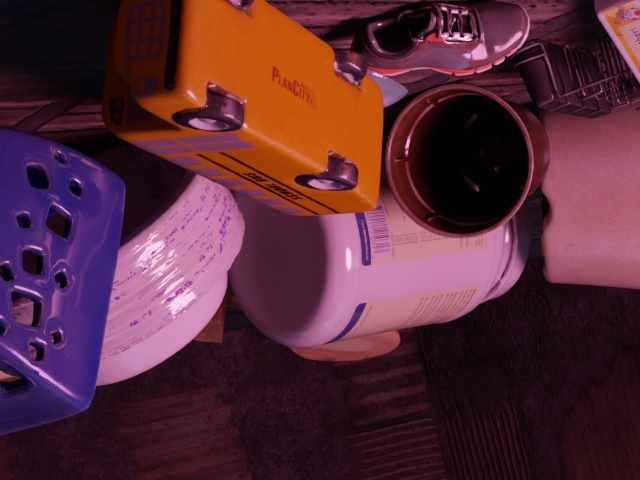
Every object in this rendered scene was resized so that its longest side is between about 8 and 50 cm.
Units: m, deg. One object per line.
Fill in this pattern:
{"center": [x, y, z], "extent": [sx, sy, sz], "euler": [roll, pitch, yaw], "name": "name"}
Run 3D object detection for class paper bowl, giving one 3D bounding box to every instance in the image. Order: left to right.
{"center": [-0.205, 0.030, 1.559], "extent": [0.284, 0.148, 0.284], "euler": [-24, -154, 12], "name": "paper bowl"}

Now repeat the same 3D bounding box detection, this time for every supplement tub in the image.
{"center": [0.073, -0.004, 1.952], "extent": [0.325, 0.235, 0.235], "euler": [-7, 171, -38], "name": "supplement tub"}

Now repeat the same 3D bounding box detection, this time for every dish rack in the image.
{"center": [0.353, -0.194, 1.644], "extent": [0.271, 0.074, 0.208], "euler": [-18, 172, 27], "name": "dish rack"}

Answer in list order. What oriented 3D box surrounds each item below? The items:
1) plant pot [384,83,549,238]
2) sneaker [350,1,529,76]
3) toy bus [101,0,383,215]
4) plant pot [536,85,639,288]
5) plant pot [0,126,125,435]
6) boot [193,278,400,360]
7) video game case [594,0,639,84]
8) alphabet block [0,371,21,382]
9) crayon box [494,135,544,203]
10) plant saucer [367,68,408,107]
{"center": [0.176, -0.094, 1.796], "extent": [0.167, 0.167, 0.165], "euler": [-16, -179, 22], "name": "plant pot"}
{"center": [0.106, -0.176, 1.376], "extent": [0.158, 0.061, 0.065], "euler": [-13, 167, -5], "name": "sneaker"}
{"center": [-0.056, -0.107, 1.229], "extent": [0.130, 0.108, 0.333], "euler": [-2, 167, 28], "name": "toy bus"}
{"center": [0.418, -0.065, 1.942], "extent": [0.305, 0.333, 0.334], "euler": [-3, 174, 8], "name": "plant pot"}
{"center": [-0.324, 0.020, 1.330], "extent": [0.236, 0.236, 0.212], "euler": [-15, 143, 27], "name": "plant pot"}
{"center": [-0.039, 0.040, 2.095], "extent": [0.295, 0.211, 0.104], "euler": [7, 145, -3], "name": "boot"}
{"center": [0.392, -0.188, 1.497], "extent": [0.206, 0.026, 0.227], "euler": [-18, 144, 24], "name": "video game case"}
{"center": [-0.450, 0.097, 1.993], "extent": [0.197, 0.192, 0.193], "euler": [-9, 170, -20], "name": "alphabet block"}
{"center": [0.258, -0.092, 2.209], "extent": [0.323, 0.083, 0.203], "euler": [-14, 173, 12], "name": "crayon box"}
{"center": [0.017, -0.139, 1.408], "extent": [0.119, 0.021, 0.119], "euler": [19, 178, 1], "name": "plant saucer"}
